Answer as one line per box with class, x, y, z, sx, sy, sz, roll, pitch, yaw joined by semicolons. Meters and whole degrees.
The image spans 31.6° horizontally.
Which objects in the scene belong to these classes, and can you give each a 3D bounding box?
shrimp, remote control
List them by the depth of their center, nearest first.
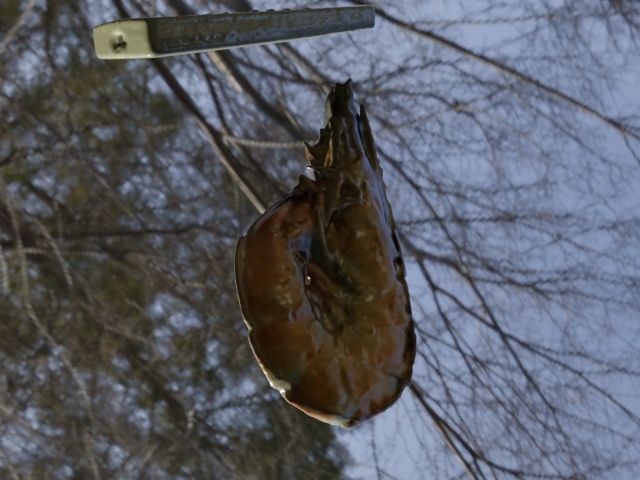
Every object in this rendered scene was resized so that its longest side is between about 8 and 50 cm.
shrimp;0.000;0.000;0.939;0.062;0.164;0.317;-31;-127;47
remote control;-0.081;-0.218;1.150;0.285;0.038;0.123;-14;-166;-35
